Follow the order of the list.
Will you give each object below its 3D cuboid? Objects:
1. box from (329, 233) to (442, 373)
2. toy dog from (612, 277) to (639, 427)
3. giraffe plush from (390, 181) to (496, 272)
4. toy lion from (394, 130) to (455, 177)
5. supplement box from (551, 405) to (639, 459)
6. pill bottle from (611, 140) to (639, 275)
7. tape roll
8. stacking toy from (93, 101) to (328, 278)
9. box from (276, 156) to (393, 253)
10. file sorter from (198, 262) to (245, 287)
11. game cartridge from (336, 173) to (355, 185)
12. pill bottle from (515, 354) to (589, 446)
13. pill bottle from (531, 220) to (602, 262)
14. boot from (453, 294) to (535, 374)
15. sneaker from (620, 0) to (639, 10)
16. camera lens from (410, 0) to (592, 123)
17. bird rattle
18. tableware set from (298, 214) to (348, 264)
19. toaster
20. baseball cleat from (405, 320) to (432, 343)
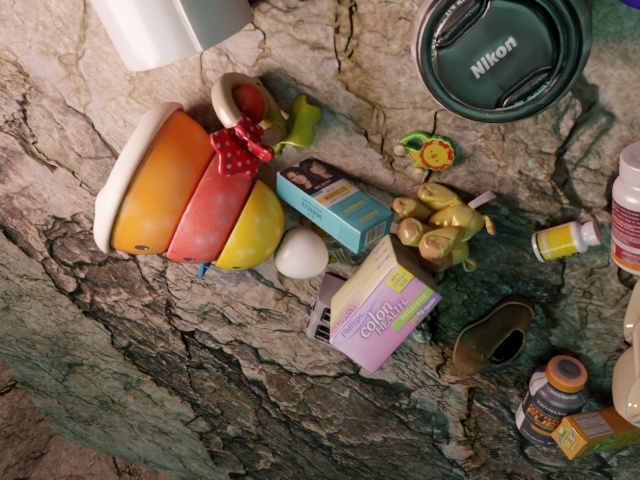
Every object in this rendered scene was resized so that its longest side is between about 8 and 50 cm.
[{"bbox_3d":[0.130,0.124,1.217,0.117,0.243,0.213,37,103,-7],"label":"box"},{"bbox_3d":[0.804,0.295,1.081,0.408,0.284,0.395,7,133,17],"label":"toy dog"},{"bbox_3d":[0.253,-0.007,1.176,0.211,0.181,0.170,-14,143,-7],"label":"giraffe plush"},{"bbox_3d":[0.209,-0.174,1.113,0.096,0.034,0.100,-31,112,34],"label":"toy lion"},{"bbox_3d":[0.662,0.444,1.332,0.234,0.080,0.078,-1,129,-22],"label":"supplement box"},{"bbox_3d":[0.571,-0.055,0.981,0.121,0.121,0.221,0,130,26],"label":"pill bottle"},{"bbox_3d":[-0.257,-0.418,0.959,0.246,0.246,0.169,-3,128,28],"label":"tape roll"},{"bbox_3d":[-0.199,-0.048,1.225,0.480,0.350,0.350,26,136,-8],"label":"stacking toy"},{"bbox_3d":[0.025,-0.078,1.168,0.244,0.101,0.060,37,141,30],"label":"box"},{"bbox_3d":[-0.232,0.018,1.440,0.105,0.118,0.170,21,136,2],"label":"file sorter"},{"bbox_3d":[0.044,-0.107,1.262,0.056,0.017,0.083,29,136,4],"label":"game cartridge"},{"bbox_3d":[0.566,0.385,1.380,0.131,0.130,0.245,13,133,15],"label":"pill bottle"},{"bbox_3d":[0.482,-0.001,1.113,0.116,0.065,0.065,-20,119,38],"label":"pill bottle"},{"bbox_3d":[0.398,0.257,1.356,0.112,0.115,0.305,24,137,0],"label":"boot"},{"bbox_3d":[0.546,-0.286,0.794,0.294,0.102,0.146,18,136,9],"label":"sneaker"},{"bbox_3d":[0.256,-0.310,0.788,0.220,0.274,0.219,13,134,14],"label":"camera lens"},{"bbox_3d":[-0.134,-0.226,1.092,0.143,0.254,0.206,-37,84,43],"label":"bird rattle"},{"bbox_3d":[0.000,0.000,1.379,0.104,0.024,0.154,-12,125,38],"label":"tableware set"},{"bbox_3d":[0.059,0.192,1.461,0.186,0.110,0.168,23,137,5],"label":"toaster"},{"bbox_3d":[0.190,0.192,1.428,0.109,0.072,0.206,-21,115,45],"label":"baseball cleat"}]
